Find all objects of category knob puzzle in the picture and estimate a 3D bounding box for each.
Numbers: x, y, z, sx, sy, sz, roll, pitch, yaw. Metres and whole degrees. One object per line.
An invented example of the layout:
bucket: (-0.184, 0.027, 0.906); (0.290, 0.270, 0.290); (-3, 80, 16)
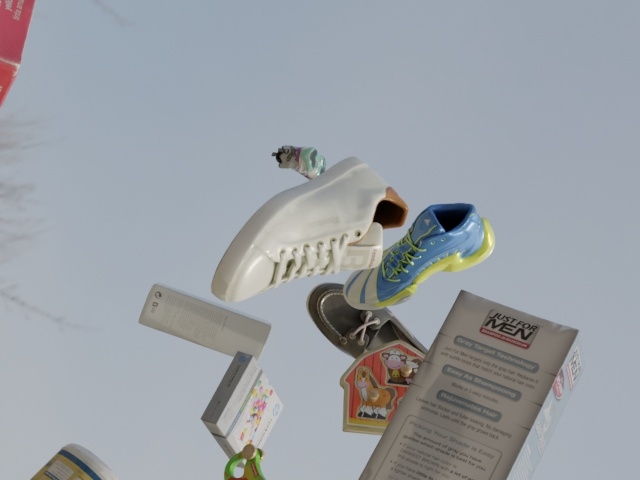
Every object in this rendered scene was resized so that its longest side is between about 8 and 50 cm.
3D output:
knob puzzle: (0.128, 0.237, 2.089); (0.213, 0.213, 0.030); (48, -31, 33)

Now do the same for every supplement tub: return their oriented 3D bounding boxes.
supplement tub: (-0.408, 0.428, 1.950); (0.144, 0.200, 0.144); (34, -28, 21)

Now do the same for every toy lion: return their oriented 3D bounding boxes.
toy lion: (-0.120, 0.374, 1.920); (0.096, 0.034, 0.100); (-33, -125, 13)

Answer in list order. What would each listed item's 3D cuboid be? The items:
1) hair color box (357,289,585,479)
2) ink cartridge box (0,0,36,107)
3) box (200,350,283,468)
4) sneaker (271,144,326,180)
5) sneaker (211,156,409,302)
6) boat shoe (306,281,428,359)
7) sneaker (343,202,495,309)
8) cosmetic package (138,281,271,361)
hair color box: (0.200, 0.269, 1.719); (0.185, 0.374, 0.113); (19, -24, 27)
ink cartridge box: (-0.558, -0.222, 1.430); (0.279, 0.385, 0.160); (-50, -152, 38)
box: (-0.138, 0.308, 2.266); (0.038, 0.145, 0.186); (14, -31, 26)
sneaker: (-0.033, -0.107, 1.701); (0.069, 0.038, 0.098); (11, -17, 15)
sneaker: (0.000, 0.000, 1.476); (0.123, 0.290, 0.106); (37, -41, 19)
boat shoe: (0.120, 0.186, 2.189); (0.335, 0.112, 0.095); (42, -11, -22)
sneaker: (0.133, 0.009, 1.832); (0.091, 0.240, 0.126); (63, -2, 40)
cosmetic package: (-0.211, 0.152, 2.329); (0.117, 0.231, 0.085); (-178, -71, -87)
